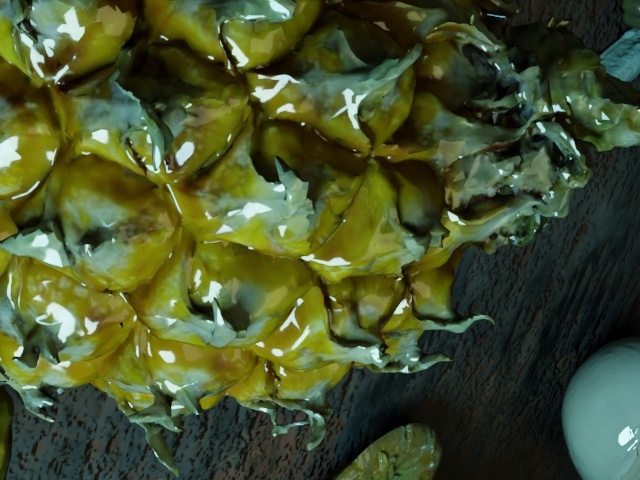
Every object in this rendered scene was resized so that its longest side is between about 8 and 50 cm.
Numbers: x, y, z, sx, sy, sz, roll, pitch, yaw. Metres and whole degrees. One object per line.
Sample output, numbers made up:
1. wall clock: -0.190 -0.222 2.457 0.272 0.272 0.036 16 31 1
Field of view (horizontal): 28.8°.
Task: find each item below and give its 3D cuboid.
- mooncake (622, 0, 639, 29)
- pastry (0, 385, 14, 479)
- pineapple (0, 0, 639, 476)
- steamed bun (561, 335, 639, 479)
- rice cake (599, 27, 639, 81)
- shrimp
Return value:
1. mooncake: 0.155 -0.122 0.912 0.346 0.057 0.150 -13 115 -39
2. pastry: -0.258 0.120 0.568 0.240 0.132 0.235 8 111 -50
3. pineapple: -0.008 -0.046 0.507 0.209 0.286 0.345 -47 140 -64
4. steamed bun: 0.327 0.176 1.279 0.177 0.131 0.228 -51 147 11
5. rice cake: 0.243 -0.142 1.021 0.170 0.029 0.033 -39 147 -20
6. shrimp: 0.021 0.218 1.036 0.217 0.051 0.115 -26 128 -33
